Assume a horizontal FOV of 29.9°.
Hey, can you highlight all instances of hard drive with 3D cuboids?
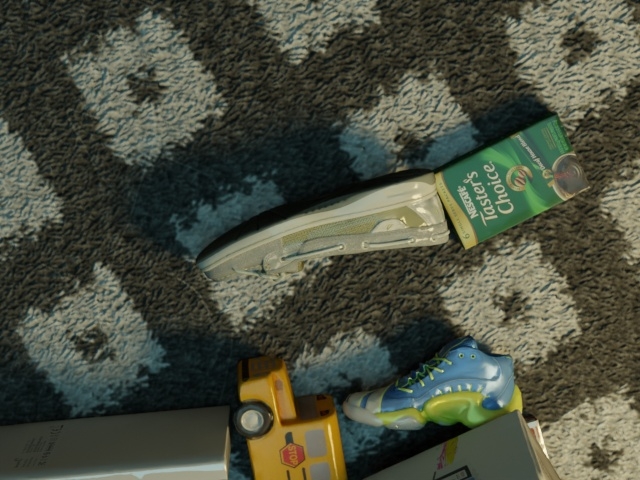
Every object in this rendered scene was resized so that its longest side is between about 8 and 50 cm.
[{"bbox_3d":[-0.274,0.269,1.507,0.319,0.210,0.040,-5,100,-2],"label":"hard drive"}]

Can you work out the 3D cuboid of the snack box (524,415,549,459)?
[{"bbox_3d":[0.288,0.332,1.641,0.064,0.022,0.178,-17,101,1],"label":"snack box"}]

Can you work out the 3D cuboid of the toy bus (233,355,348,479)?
[{"bbox_3d":[-0.029,0.318,1.580,0.130,0.108,0.332,-10,101,-1],"label":"toy bus"}]

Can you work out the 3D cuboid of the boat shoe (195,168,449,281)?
[{"bbox_3d":[0.001,-0.001,1.514,0.320,0.118,0.103,-18,100,0],"label":"boat shoe"}]

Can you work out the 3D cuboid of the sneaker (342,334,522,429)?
[{"bbox_3d":[0.149,0.185,1.583,0.240,0.091,0.126,3,89,-10],"label":"sneaker"}]

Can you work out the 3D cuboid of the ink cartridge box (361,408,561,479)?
[{"bbox_3d":[0.200,0.365,1.532,0.233,0.168,0.171,-27,123,11],"label":"ink cartridge box"}]

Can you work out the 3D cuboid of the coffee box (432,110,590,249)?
[{"bbox_3d":[0.242,-0.077,1.549,0.184,0.040,0.113,-25,101,2],"label":"coffee box"}]
